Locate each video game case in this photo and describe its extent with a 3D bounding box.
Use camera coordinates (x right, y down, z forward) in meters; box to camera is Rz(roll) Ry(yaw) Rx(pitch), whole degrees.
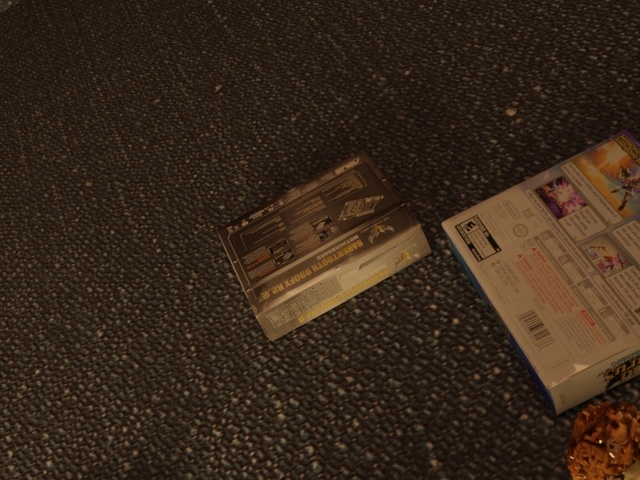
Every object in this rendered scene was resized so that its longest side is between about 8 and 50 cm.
[{"bbox_3d":[0.297,0.024,0.955,0.244,0.061,0.269,-27,43,2],"label":"video game case"}]

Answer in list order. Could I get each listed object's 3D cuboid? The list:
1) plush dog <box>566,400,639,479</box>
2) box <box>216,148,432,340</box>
[{"bbox_3d":[0.306,0.201,0.679,0.225,0.262,0.210,16,79,40],"label":"plush dog"},{"bbox_3d":[0.000,0.000,1.128,0.231,0.056,0.183,-30,44,-2],"label":"box"}]
